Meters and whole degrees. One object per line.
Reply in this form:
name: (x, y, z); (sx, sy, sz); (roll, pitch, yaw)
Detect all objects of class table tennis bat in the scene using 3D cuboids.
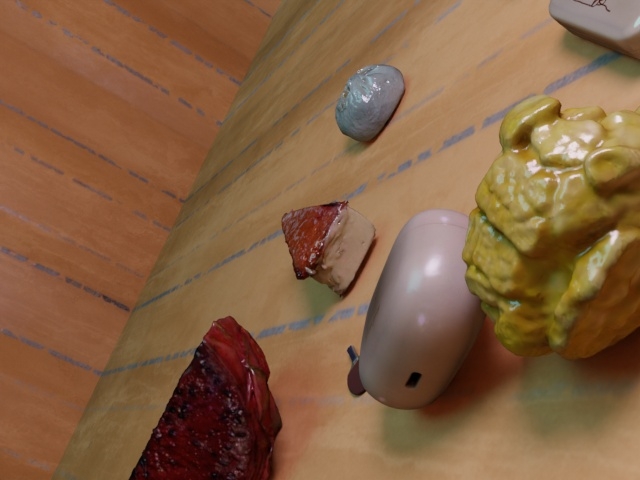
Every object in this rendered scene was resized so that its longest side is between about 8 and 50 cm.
table tennis bat: (0.045, 0.146, 0.838); (0.050, 0.007, 0.083); (-57, 21, 13)

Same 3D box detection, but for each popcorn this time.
popcorn: (0.179, -0.010, 0.491); (0.194, 0.163, 0.140); (-47, 32, 20)

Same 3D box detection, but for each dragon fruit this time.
dragon fruit: (-0.117, 0.237, 0.945); (0.317, 0.152, 0.205); (-61, -3, 24)

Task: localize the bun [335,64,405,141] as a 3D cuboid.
bun: (0.073, -0.235, 1.192); (0.141, 0.083, 0.141); (-52, 18, 25)

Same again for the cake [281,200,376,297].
cake: (-0.008, 0.017, 1.033); (0.117, 0.086, 0.220); (-63, 20, -14)

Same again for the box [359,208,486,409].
box: (0.091, 0.065, 0.649); (0.200, 0.088, 0.146); (107, 177, -49)

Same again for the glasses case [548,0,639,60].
glasses case: (0.288, -0.229, 0.693); (0.083, 0.050, 0.196); (-57, 20, 17)
